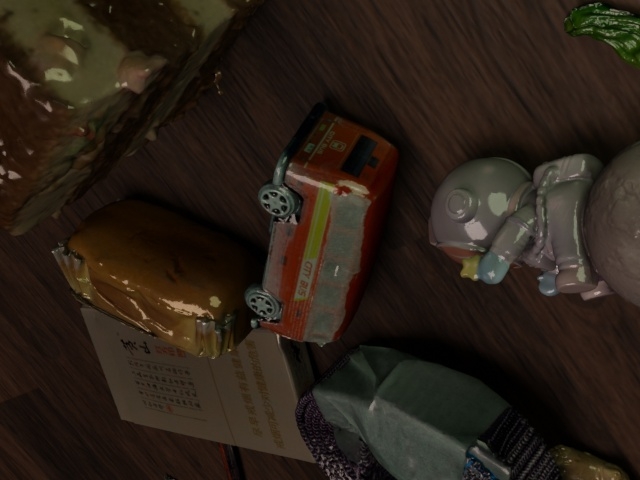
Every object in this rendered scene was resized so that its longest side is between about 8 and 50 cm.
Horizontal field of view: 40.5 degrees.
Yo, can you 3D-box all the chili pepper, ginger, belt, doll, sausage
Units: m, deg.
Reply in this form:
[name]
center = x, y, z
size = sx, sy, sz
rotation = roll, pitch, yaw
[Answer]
[chili pepper]
center = 0.230, -0.157, 0.666
size = 0.091, 0.030, 0.034
rotation = 32, 162, 14
[ginger]
center = 0.331, 0.329, 0.964
size = 0.258, 0.065, 0.149
rotation = 39, 140, 1
[belt]
center = 0.119, 0.250, 0.996
size = 0.324, 0.122, 0.260
rotation = 27, 140, 31
[doll]
center = 0.212, -0.018, 0.721
size = 0.287, 0.151, 0.151
rotation = 4, 126, 41
[sausage]
center = -0.143, 0.315, 1.323
size = 0.028, 0.025, 0.199
rotation = -121, 18, -55

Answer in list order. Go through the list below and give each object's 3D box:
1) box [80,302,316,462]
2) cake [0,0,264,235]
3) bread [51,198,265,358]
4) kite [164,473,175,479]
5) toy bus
[box]
center = -0.166, 0.183, 1.197
size = 0.365, 0.051, 0.205
rotation = 3, 118, 34
[cake]
center = -0.249, -0.203, 0.794
size = 0.282, 0.290, 0.255
rotation = 47, 136, -1
[bread]
center = -0.186, 0.039, 1.049
size = 0.241, 0.136, 0.107
rotation = 23, 132, 18
[kite]
center = -0.155, 0.525, 1.511
size = 0.335, 0.011, 0.314
rotation = 44, 138, -4
[toy bus]
center = 0.000, 0.000, 0.901
size = 0.119, 0.121, 0.265
rotation = 21, 134, 9
